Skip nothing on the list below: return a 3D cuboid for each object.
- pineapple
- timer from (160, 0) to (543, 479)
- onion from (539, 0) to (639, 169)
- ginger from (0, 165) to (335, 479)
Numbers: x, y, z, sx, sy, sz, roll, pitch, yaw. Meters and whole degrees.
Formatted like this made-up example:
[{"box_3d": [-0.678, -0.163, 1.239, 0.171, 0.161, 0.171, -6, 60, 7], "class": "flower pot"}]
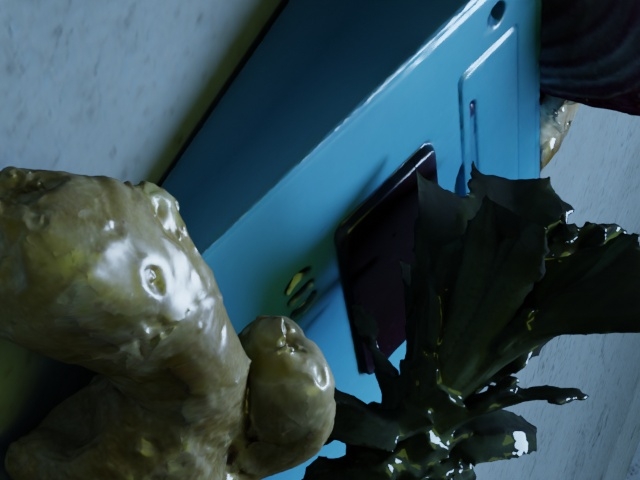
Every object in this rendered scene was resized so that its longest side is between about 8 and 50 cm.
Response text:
[{"box_3d": [0.039, 0.100, 0.588, 0.277, 0.130, 0.119, -62, 162, 9], "class": "pineapple"}, {"box_3d": [0.000, 0.000, 0.641, 0.250, 0.091, 0.232, -47, 151, -25], "class": "timer"}, {"box_3d": [0.179, -0.178, 0.706, 0.256, 0.230, 0.272, -63, 150, -26], "class": "onion"}, {"box_3d": [-0.071, 0.060, 0.476, 0.133, 0.059, 0.214, -39, 140, 2], "class": "ginger"}]
